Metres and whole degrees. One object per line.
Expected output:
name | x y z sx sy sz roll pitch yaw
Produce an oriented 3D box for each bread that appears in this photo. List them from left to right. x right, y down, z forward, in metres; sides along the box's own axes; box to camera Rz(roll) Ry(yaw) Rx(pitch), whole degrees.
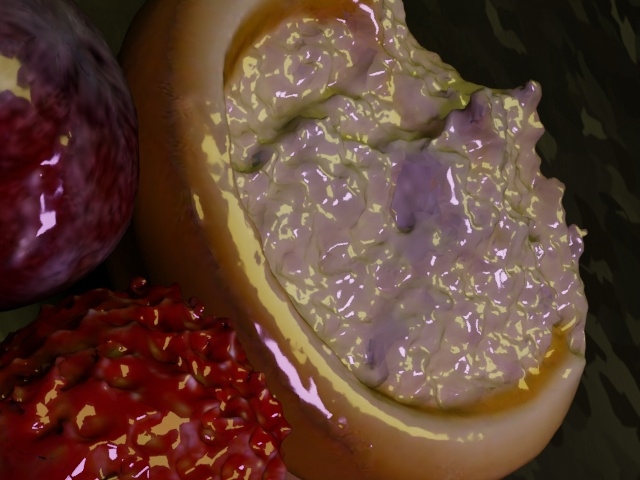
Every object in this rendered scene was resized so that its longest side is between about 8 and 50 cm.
bread | 0.009 -0.005 1.455 0.329 0.245 0.424 -30 89 -24

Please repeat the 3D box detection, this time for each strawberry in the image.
strawberry | -0.139 0.138 1.116 0.234 0.234 0.178 68 18 11

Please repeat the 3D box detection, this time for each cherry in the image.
cherry | -0.220 -0.080 1.216 0.230 0.203 0.300 33 30 -30
